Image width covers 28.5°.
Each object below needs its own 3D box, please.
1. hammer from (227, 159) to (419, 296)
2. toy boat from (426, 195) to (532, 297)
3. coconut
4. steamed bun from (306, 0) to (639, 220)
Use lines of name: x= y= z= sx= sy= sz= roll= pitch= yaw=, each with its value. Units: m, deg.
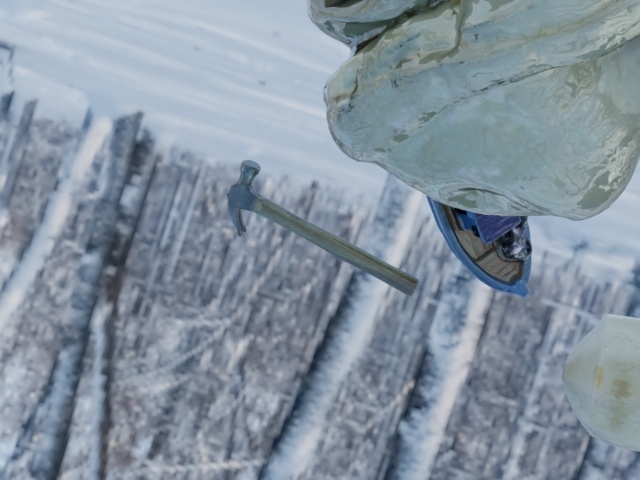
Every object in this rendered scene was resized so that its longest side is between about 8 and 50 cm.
hammer: x=0.000 y=0.000 z=1.073 sx=0.182 sy=0.062 sz=0.017 roll=30 pitch=-158 yaw=9
toy boat: x=0.176 y=-0.033 z=1.345 sx=0.223 sy=0.100 sz=0.097 roll=62 pitch=166 yaw=-23
coconut: x=0.496 y=0.227 z=1.998 sx=0.241 sy=0.241 sz=0.241 roll=18 pitch=-178 yaw=-1
steamed bun: x=0.096 y=-0.200 z=0.770 sx=0.247 sy=0.339 sz=0.352 roll=12 pitch=143 yaw=-12
